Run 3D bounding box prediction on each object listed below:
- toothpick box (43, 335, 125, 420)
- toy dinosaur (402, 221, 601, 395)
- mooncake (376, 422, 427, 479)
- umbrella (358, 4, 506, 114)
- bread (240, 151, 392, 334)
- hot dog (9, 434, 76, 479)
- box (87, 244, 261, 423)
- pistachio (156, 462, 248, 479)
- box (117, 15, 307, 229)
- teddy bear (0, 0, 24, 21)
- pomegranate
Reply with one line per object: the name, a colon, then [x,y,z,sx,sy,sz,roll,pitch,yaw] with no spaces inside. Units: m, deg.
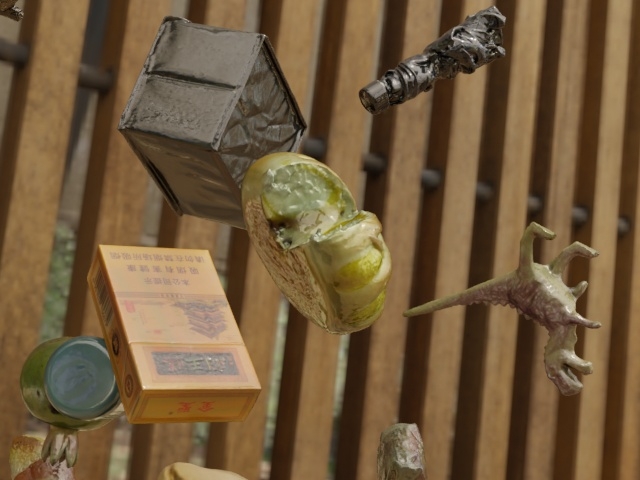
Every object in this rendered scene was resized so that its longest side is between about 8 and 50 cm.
toothpick box: [-0.323,0.207,1.800,0.120,0.120,0.184,5,-10,8]
toy dinosaur: [0.248,0.071,1.547,0.251,0.199,0.072,27,14,12]
mooncake: [0.135,0.373,1.982,0.073,0.130,0.125,0,34,-5]
umbrella: [0.150,-0.227,1.582,0.071,0.224,0.080,42,-27,42]
bread: [0.000,0.000,1.990,0.160,0.333,0.333,-28,-1,-17]
hot dog: [-0.506,0.470,2.271,0.123,0.261,0.093,-31,-36,15]
box: [-0.207,0.127,1.701,0.174,0.274,0.076,2,-48,-28]
pistachio: [-0.171,0.472,1.851,0.229,0.321,0.238,-24,-51,-4]
box: [-0.192,-0.207,2.284,0.204,0.251,0.345,13,-21,20]
teddy bear: [-0.606,-0.468,2.321,0.119,0.078,0.160,39,-40,-20]
pomegranate: [-0.429,0.277,2.112,0.187,0.225,0.187,14,-4,1]
